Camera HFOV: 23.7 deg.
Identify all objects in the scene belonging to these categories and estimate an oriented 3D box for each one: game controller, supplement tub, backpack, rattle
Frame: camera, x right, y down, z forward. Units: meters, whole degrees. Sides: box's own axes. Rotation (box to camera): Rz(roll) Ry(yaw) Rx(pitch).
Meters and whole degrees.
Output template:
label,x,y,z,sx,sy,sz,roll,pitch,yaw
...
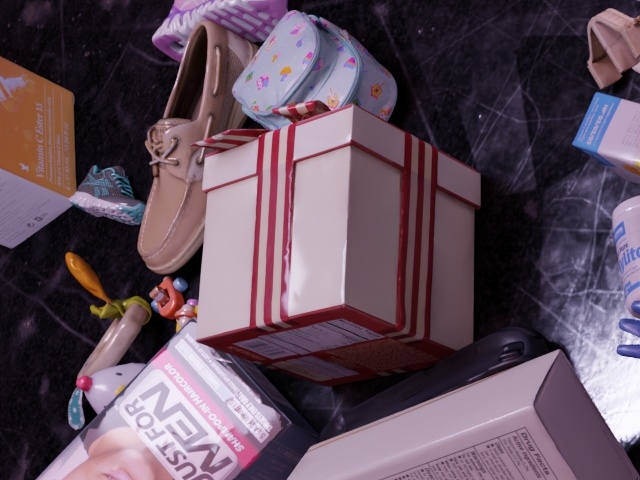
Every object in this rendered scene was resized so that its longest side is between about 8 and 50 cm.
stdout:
label,x,y,z,sx,sy,sz,roll,pitch,yaw
game controller,0.122,0.217,1.598,0.319,0.067,0.166,-32,65,32
supplement tub,0.322,0.017,1.470,0.071,0.071,0.107,-28,52,34
backpack,-0.005,-0.178,1.857,0.166,0.144,0.188,-51,45,6
rattle,-0.324,0.139,2.023,0.199,0.143,0.130,-48,28,26

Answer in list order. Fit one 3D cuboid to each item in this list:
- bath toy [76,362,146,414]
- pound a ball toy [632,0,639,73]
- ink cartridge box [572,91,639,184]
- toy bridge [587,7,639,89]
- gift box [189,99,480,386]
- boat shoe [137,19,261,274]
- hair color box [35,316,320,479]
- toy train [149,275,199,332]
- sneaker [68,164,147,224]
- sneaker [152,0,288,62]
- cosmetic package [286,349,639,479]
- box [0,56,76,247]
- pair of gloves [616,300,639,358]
label,x,y,z,sx,sy,sz,roll,pitch,yaw
bath toy,-0.279,0.315,1.905,0.151,0.129,0.348,-1,69,46
pound a ball toy,0.346,-0.264,1.537,0.208,0.136,0.319,-58,41,7
ink cartridge box,0.346,-0.079,1.466,0.181,0.104,0.061,25,90,49
toy bridge,0.295,-0.200,1.531,0.026,0.188,0.063,-30,86,-3
gift box,0.000,0.000,1.677,0.276,0.255,0.258,-11,64,36
boat shoe,-0.183,-0.125,2.029,0.121,0.110,0.341,3,71,48
hair color box,-0.198,0.292,1.746,0.374,0.113,0.185,-47,62,2
toy train,-0.165,0.060,1.974,0.166,0.046,0.125,-40,47,26
sneaker,-0.295,-0.070,2.167,0.166,0.065,0.076,15,78,47
sneaker,-0.135,-0.324,2.108,0.236,0.095,0.104,-10,56,44
cosmetic package,0.127,0.241,1.464,0.309,0.160,0.113,-25,13,31
box,-0.546,-0.164,2.257,0.168,0.345,0.215,-31,51,32
pair of gloves,0.363,0.049,1.394,0.159,0.023,0.198,14,78,14
